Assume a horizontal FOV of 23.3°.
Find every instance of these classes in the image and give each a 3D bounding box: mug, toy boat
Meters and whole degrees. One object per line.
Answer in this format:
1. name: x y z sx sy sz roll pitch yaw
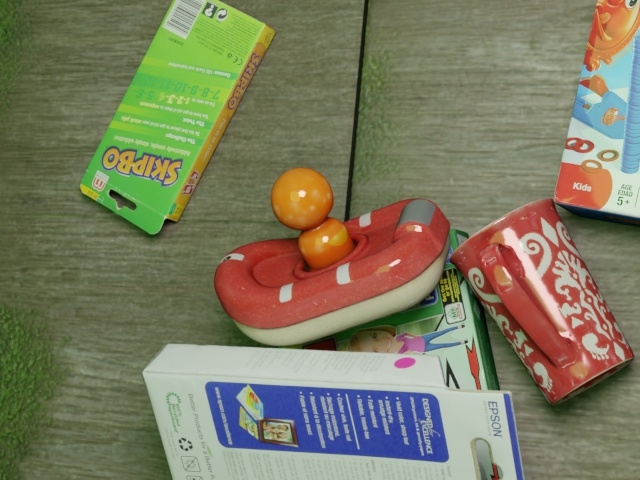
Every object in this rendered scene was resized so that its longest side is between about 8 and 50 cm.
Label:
1. mug: 0.199 0.065 1.448 0.113 0.150 0.169 -43 72 45
2. toy boat: 0.000 0.000 1.478 0.231 0.151 0.151 -20 110 20

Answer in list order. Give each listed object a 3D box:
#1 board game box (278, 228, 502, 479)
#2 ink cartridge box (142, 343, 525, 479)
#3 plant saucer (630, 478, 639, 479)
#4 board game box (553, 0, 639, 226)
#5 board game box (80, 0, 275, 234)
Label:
1. board game box: 0.074 0.168 1.545 0.213 0.046 0.317 -16 75 22
2. ink cartridge box: 0.021 0.190 1.457 0.371 0.069 0.175 2 119 27
3. plant saucer: 0.296 0.263 1.440 0.083 0.015 0.083 -4 80 25
4. board game box: 0.396 -0.149 1.419 0.308 0.086 0.302 11 87 27
5. board game box: -0.160 -0.142 1.712 0.124 0.039 0.259 30 92 27
